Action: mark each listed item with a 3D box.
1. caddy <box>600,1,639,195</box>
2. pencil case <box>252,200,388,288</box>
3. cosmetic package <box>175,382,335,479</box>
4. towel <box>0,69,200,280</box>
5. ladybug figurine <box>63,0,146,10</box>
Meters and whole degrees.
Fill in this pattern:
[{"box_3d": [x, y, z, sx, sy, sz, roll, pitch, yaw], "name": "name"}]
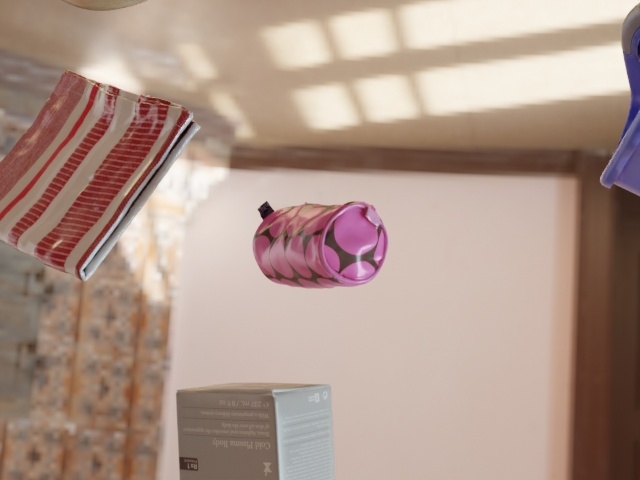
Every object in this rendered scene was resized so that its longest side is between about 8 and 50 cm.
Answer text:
[{"box_3d": [0.343, -0.150, 1.403, 0.179, 0.241, 0.341, 28, 168, 7], "name": "caddy"}, {"box_3d": [0.000, 0.000, 1.738, 0.095, 0.098, 0.209, 49, 163, -18], "name": "pencil case"}, {"box_3d": [-0.058, 0.255, 1.540, 0.127, 0.238, 0.107, -4, 177, 35], "name": "cosmetic package"}, {"box_3d": [-0.296, -0.086, 1.957, 0.037, 0.237, 0.329, 41, 168, -35], "name": "towel"}, {"box_3d": [-0.179, -0.421, 1.536, 0.305, 0.449, 0.162, -15, 141, 22], "name": "ladybug figurine"}]
